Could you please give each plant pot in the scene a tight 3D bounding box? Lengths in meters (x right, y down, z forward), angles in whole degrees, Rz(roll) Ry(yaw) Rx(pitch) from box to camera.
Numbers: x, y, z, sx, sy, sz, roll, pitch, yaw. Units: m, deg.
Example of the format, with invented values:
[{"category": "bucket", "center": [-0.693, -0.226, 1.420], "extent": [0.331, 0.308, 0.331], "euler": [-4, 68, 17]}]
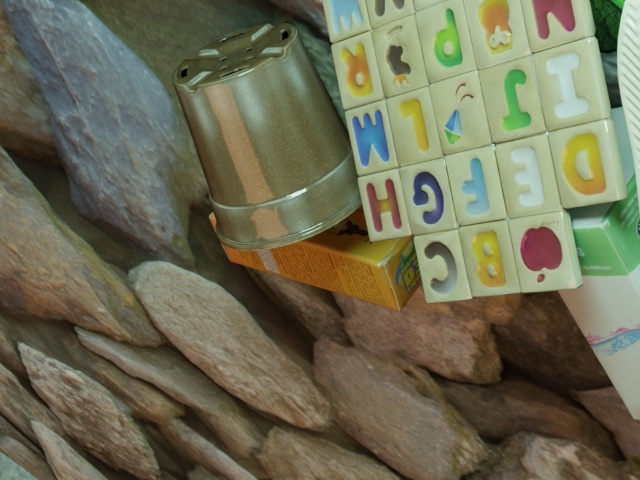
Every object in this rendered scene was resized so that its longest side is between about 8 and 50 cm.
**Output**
[{"category": "plant pot", "center": [-0.051, -0.105, 1.301], "extent": [0.167, 0.167, 0.165], "euler": [5, 127, 45]}]

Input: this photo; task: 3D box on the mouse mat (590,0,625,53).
[{"category": "mouse mat", "center": [0.204, -0.223, 0.997], "extent": [0.190, 0.007, 0.152], "euler": [50, 148, -18]}]

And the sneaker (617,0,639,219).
[{"category": "sneaker", "center": [0.300, -0.077, 0.951], "extent": [0.131, 0.148, 0.350], "euler": [30, 135, 48]}]

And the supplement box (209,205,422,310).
[{"category": "supplement box", "center": [0.000, 0.000, 1.446], "extent": [0.233, 0.078, 0.080], "euler": [15, 141, 38]}]

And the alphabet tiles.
[{"category": "alphabet tiles", "center": [0.103, -0.124, 1.060], "extent": [0.285, 0.011, 0.343], "euler": [-9, 93, 54]}]

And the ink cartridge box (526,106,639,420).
[{"category": "ink cartridge box", "center": [0.271, 0.019, 1.091], "extent": [0.093, 0.154, 0.212], "euler": [-4, 129, 51]}]
